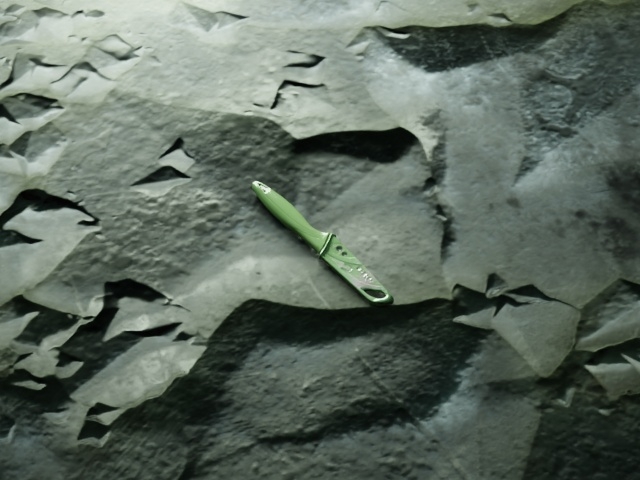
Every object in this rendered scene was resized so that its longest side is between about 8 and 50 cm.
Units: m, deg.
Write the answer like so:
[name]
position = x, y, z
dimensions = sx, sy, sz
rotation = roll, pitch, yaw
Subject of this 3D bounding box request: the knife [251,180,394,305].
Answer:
[knife]
position = 0.000, 0.000, 1.372
dimensions = 0.030, 0.014, 0.207
rotation = -35, 60, -22
